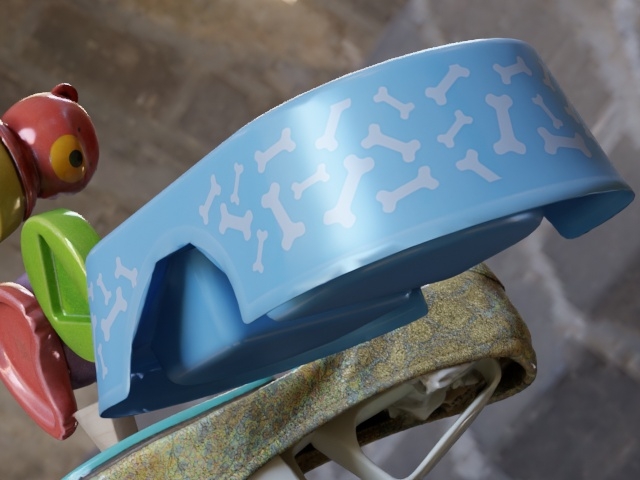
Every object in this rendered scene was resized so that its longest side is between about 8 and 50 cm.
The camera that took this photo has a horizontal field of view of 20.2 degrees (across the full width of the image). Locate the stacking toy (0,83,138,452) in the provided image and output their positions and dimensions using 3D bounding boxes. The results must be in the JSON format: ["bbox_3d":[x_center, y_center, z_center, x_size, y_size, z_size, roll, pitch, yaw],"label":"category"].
[{"bbox_3d":[-0.201,0.034,1.573,0.130,0.309,0.279,-28,41,-28],"label":"stacking toy"}]

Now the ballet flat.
[{"bbox_3d":[-0.005,0.124,1.105,0.348,0.123,0.123,-29,62,-27],"label":"ballet flat"}]

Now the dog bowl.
[{"bbox_3d":[0.000,0.000,0.764,0.166,0.297,0.074,-14,79,-33],"label":"dog bowl"}]
